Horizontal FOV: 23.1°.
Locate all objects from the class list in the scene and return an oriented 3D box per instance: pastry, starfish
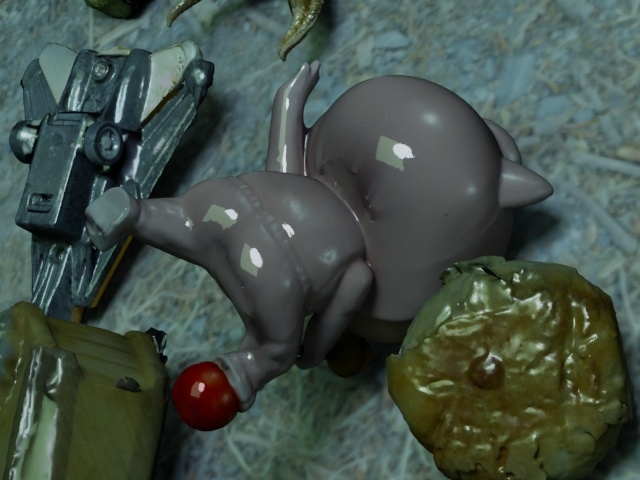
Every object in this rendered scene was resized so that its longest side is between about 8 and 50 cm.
[{"bbox_3d":[0.117,0.082,0.953,0.153,0.081,0.153,1,93,13],"label":"pastry"},{"bbox_3d":[-0.016,-0.231,1.262,0.238,0.057,0.213,-24,45,17],"label":"starfish"}]

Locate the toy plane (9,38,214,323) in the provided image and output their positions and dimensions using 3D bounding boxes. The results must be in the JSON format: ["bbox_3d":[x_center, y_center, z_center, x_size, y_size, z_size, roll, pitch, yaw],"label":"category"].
[{"bbox_3d":[-0.200,-0.010,1.230,0.204,0.103,0.316,4,67,36],"label":"toy plane"}]

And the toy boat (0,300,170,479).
[{"bbox_3d":[-0.203,0.260,1.049,0.162,0.136,0.445,-19,60,55],"label":"toy boat"}]

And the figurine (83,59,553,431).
[{"bbox_3d":[0.000,0.000,1.028,0.287,0.186,0.176,-28,51,-27],"label":"figurine"}]

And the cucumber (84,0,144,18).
[{"bbox_3d":[-0.108,-0.323,1.370,0.072,0.072,0.300,34,85,42],"label":"cucumber"}]
